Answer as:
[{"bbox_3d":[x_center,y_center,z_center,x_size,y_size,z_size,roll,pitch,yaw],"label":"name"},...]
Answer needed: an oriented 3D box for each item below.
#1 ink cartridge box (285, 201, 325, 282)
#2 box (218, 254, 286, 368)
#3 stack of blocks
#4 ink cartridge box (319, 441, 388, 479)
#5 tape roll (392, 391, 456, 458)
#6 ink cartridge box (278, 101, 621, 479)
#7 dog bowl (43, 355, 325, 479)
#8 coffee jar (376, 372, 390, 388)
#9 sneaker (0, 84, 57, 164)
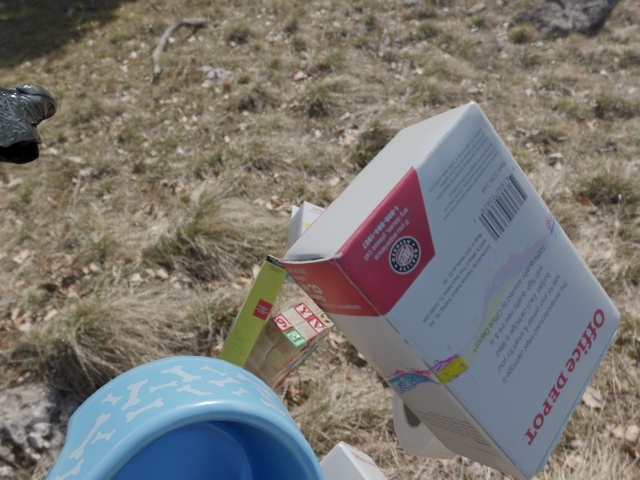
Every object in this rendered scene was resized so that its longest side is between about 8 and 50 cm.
[{"bbox_3d":[0.000,0.000,1.027,0.061,0.104,0.181,-51,27,42],"label":"ink cartridge box"},{"bbox_3d":[-0.136,0.145,1.178,0.232,0.058,0.087,-64,6,-7],"label":"box"},{"bbox_3d":[-0.108,0.283,1.328,0.087,0.297,0.171,45,30,16],"label":"stack of blocks"},{"bbox_3d":[0.107,0.525,1.036,0.114,0.197,0.273,-42,54,-3],"label":"ink cartridge box"},{"bbox_3d":[0.297,0.433,1.521,0.100,0.286,0.286,13,38,-15],"label":"tape roll"},{"bbox_3d":[0.144,0.053,0.588,0.226,0.306,0.131,-47,19,-23],"label":"ink cartridge box"},{"bbox_3d":[-0.112,0.196,0.291,0.297,0.166,0.074,-46,15,-23],"label":"dog bowl"},{"bbox_3d":[0.166,0.290,1.493,0.079,0.096,0.184,-21,76,-24],"label":"coffee jar"},{"bbox_3d":[-0.303,-0.110,0.554,0.051,0.089,0.170,-32,0,11],"label":"sneaker"}]
